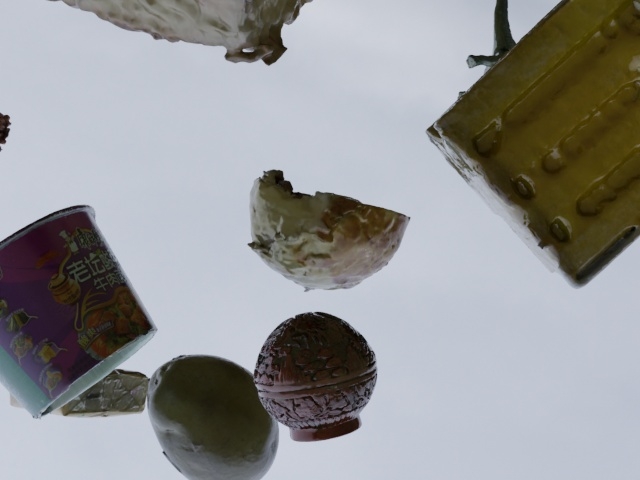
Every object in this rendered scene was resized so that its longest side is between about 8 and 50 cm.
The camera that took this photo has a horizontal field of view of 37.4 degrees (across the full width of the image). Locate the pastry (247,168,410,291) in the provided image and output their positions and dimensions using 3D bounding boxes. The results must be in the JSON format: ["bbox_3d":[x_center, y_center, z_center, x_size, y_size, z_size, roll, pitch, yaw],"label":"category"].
[{"bbox_3d":[0.009,0.003,1.537,0.236,0.170,0.256,12,170,31],"label":"pastry"}]

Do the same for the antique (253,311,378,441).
[{"bbox_3d":[-0.004,0.105,0.754,0.104,0.104,0.104,15,-151,-9],"label":"antique"}]

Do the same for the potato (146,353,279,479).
[{"bbox_3d":[-0.163,0.275,1.449,0.235,0.160,0.178,38,-144,-12],"label":"potato"}]

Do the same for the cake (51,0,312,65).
[{"bbox_3d":[-0.122,-0.373,0.830,0.314,0.307,0.293,17,-134,17],"label":"cake"}]

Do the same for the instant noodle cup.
[{"bbox_3d":[-0.344,0.101,1.232,0.190,0.251,0.251,52,-146,4],"label":"instant noodle cup"}]

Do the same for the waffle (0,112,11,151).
[{"bbox_3d":[-0.489,-0.157,1.379,0.083,0.075,0.029,10,159,29],"label":"waffle"}]

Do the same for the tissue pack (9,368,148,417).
[{"bbox_3d":[-0.461,0.287,1.802,0.222,0.090,0.186,-5,172,44],"label":"tissue pack"}]

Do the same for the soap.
[{"bbox_3d":[0.303,-0.130,1.072,0.259,0.281,0.143,48,180,-7],"label":"soap"}]

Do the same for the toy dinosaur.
[{"bbox_3d":[0.282,-0.210,1.370,0.147,0.363,0.076,-26,-175,-30],"label":"toy dinosaur"}]
